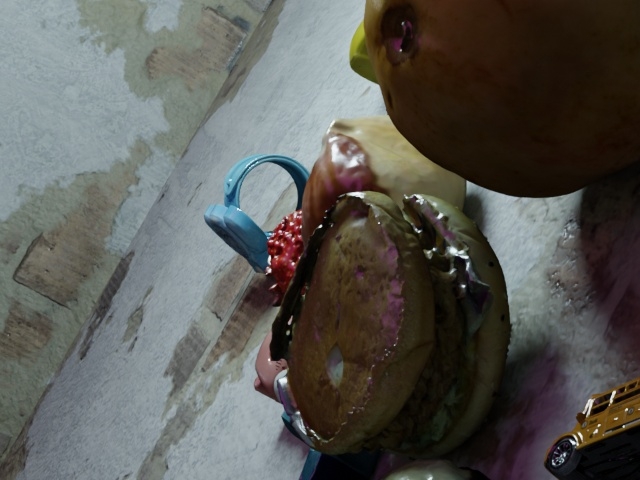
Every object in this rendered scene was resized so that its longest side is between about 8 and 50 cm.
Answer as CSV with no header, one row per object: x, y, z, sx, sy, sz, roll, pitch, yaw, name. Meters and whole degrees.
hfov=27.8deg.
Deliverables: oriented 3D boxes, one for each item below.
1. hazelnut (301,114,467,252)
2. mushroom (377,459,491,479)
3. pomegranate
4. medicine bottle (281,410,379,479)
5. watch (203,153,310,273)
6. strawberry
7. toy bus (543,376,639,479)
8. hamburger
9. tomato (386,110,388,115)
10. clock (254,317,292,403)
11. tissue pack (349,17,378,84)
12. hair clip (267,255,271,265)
0.081,-0.064,1.825,0.261,0.241,0.261,-42,-2,-2,hazelnut
0.078,0.370,1.325,0.247,0.130,0.344,-28,35,54,mushroom
0.253,-0.243,1.480,0.411,0.411,0.411,-50,20,26,pomegranate
0.005,0.269,1.752,0.124,0.079,0.258,-59,18,-2,medicine bottle
-0.098,-0.060,2.411,0.193,0.211,0.211,-48,16,-11,watch
0.006,0.011,2.073,0.228,0.098,0.175,-25,58,39,strawberry
0.292,0.169,1.149,0.194,0.083,0.088,-35,27,47,toy bus
0.081,0.116,1.526,0.318,0.195,0.277,-63,38,23,hamburger
0.173,-0.240,2.081,0.189,0.099,0.173,6,-90,-69,tomato
-0.033,0.174,1.957,0.166,0.092,0.162,-63,13,-14,clock
0.136,-0.371,2.331,0.178,0.123,0.127,-39,31,48,tissue pack
-0.012,0.016,2.205,0.226,0.072,0.034,-32,36,53,hair clip
